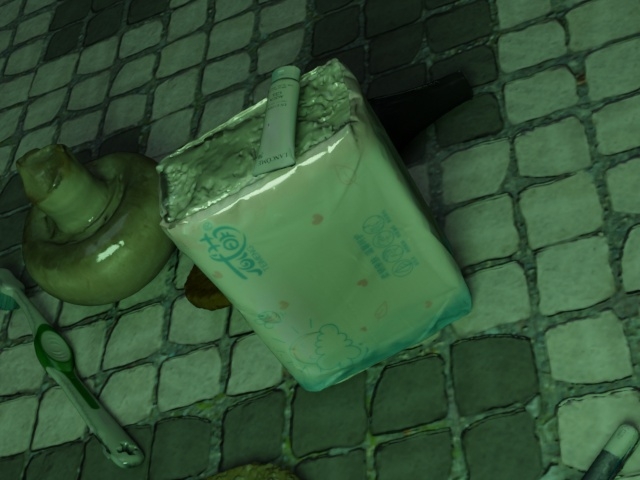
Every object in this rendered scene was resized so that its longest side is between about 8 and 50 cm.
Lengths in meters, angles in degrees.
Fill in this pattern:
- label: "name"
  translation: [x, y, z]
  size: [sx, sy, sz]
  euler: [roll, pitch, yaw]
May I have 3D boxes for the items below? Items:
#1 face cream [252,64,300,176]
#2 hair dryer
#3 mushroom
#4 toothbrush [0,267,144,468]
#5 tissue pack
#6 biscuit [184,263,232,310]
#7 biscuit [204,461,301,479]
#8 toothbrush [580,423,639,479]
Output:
- label: "face cream"
  translation: [-0.032, -0.096, 0.839]
  size: [0.038, 0.020, 0.115]
  euler: [-14, 49, 22]
- label: "hair dryer"
  translation: [0.053, -0.167, 1.229]
  size: [0.196, 0.075, 0.219]
  euler: [-28, 35, -4]
- label: "mushroom"
  translation: [-0.269, -0.032, 1.213]
  size: [0.204, 0.204, 0.204]
  euler: [-18, 46, 20]
- label: "toothbrush"
  translation: [-0.302, 0.134, 1.203]
  size: [0.418, 0.042, 0.040]
  euler: [36, 117, 47]
- label: "tissue pack"
  translation: [0.002, -0.001, 0.950]
  size: [0.201, 0.271, 0.124]
  euler: [-30, 41, 7]
- label: "biscuit"
  translation: [-0.068, 0.007, 1.135]
  size: [0.188, 0.027, 0.188]
  euler: [-32, 22, 14]
- label: "biscuit"
  translation: [-0.084, 0.296, 0.924]
  size: [0.220, 0.033, 0.219]
  euler: [-19, 43, 19]
- label: "toothbrush"
  translation: [0.159, 0.253, 0.800]
  size: [0.024, 0.026, 0.288]
  euler: [28, 67, 41]
